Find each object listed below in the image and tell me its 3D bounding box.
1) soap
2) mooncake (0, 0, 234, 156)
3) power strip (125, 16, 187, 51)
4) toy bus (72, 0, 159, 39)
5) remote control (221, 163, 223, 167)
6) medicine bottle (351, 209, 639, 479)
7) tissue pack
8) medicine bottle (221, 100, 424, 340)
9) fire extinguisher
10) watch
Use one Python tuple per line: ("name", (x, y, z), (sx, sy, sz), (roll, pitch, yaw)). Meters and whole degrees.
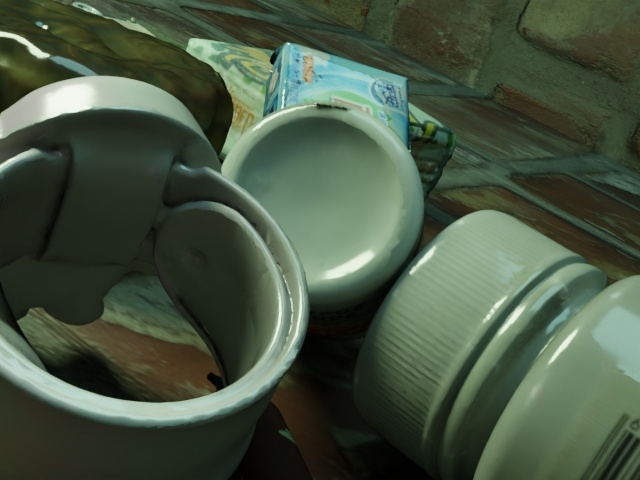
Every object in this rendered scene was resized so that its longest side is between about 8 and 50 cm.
("soap", (0.013, -0.076, 1.092), (0.156, 0.077, 0.293), (13, 55, -17))
("mooncake", (-0.220, -0.105, 0.914), (0.290, 0.161, 0.290), (20, 17, -6))
("power strip", (-0.181, -0.239, 1.539), (0.272, 0.052, 0.078), (30, 18, 15))
("toy bus", (-0.307, -0.208, 1.220), (0.138, 0.097, 0.342), (39, 21, 23))
("remote control", (0.000, 0.000, 0.965), (0.221, 0.078, 0.042), (37, 5, -7))
("medicine bottle", (0.200, 0.136, 0.675), (0.339, 0.208, 0.208), (34, 20, 29))
("tissue pack", (-0.008, -0.146, 1.357), (0.228, 0.128, 0.310), (36, 21, 33))
("medicine bottle", (0.007, -0.001, 0.807), (0.144, 0.145, 0.252), (26, -9, 7))
("fire extinguisher", (-0.029, 0.138, 0.646), (0.064, 0.043, 0.158), (46, 5, -31))
("watch", (-0.146, 0.047, 0.603), (0.244, 0.196, 0.231), (-1, 51, -28))
